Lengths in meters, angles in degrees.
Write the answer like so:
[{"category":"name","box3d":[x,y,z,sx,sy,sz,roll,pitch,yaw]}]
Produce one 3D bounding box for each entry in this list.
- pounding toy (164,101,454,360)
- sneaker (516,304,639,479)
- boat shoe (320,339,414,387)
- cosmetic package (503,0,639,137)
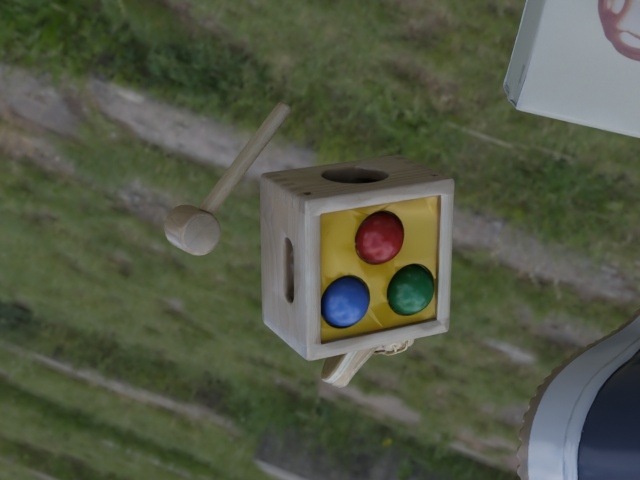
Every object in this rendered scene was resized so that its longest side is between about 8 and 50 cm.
[{"category":"pounding toy","box3d":[-0.005,-0.008,0.895,0.206,0.181,0.094,-10,-159,-26]},{"category":"sneaker","box3d":[0.226,0.054,0.561,0.153,0.282,0.099,-4,111,43]},{"category":"boat shoe","box3d":[0.068,0.080,1.147,0.059,0.170,0.063,42,163,-10]},{"category":"cosmetic package","box3d":[0.321,-0.151,1.032,0.296,0.129,0.153,12,-163,-1]}]
